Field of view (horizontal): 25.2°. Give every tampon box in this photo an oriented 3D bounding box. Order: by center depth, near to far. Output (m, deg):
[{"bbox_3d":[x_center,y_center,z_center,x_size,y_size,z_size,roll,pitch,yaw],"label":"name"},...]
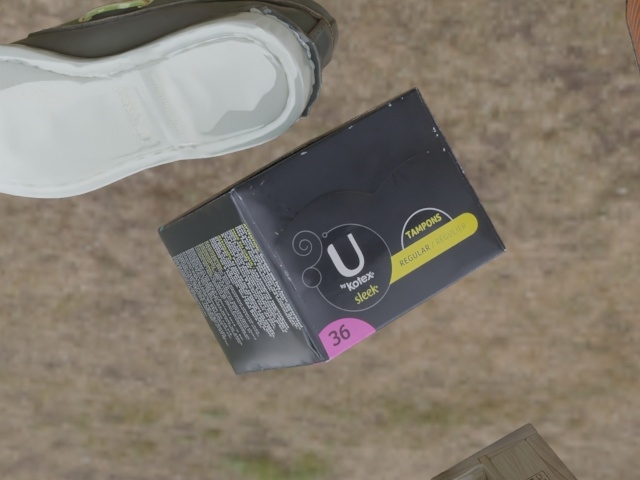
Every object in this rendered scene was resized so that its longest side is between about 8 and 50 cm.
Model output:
[{"bbox_3d":[0.000,0.000,0.790,0.120,0.101,0.161,-31,-176,-20],"label":"tampon box"}]

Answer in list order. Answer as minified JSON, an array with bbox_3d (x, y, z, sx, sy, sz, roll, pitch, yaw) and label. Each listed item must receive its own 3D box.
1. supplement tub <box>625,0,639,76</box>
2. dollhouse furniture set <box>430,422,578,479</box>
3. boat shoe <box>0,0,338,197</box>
[{"bbox_3d":[0.322,-0.118,0.971,0.207,0.338,0.207,1,135,1],"label":"supplement tub"},{"bbox_3d":[0.175,0.212,0.864,0.129,0.184,0.129,-27,136,-12],"label":"dollhouse furniture set"},{"bbox_3d":[-0.131,-0.100,0.941,0.305,0.091,0.109,-6,117,27],"label":"boat shoe"}]
